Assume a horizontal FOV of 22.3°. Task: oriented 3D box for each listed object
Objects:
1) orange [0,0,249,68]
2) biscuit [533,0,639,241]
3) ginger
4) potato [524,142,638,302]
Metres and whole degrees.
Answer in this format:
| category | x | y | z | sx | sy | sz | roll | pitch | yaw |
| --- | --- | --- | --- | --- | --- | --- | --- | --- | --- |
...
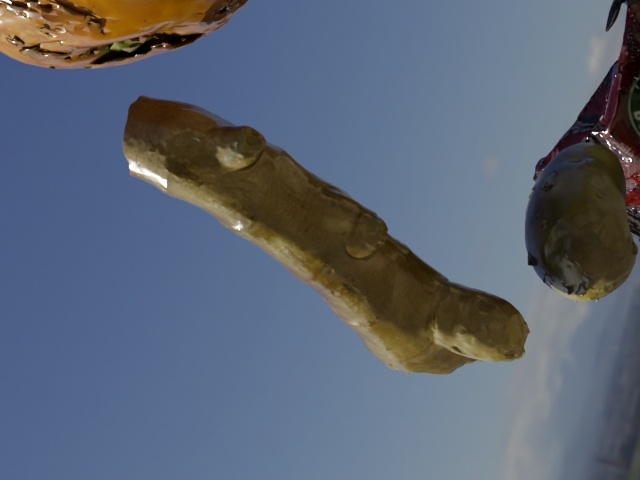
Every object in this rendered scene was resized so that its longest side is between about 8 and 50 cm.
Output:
| category | x | y | z | sx | sy | sz | roll | pitch | yaw |
| --- | --- | --- | --- | --- | --- | --- | --- | --- | --- |
| orange | -0.131 | -0.223 | 0.952 | 0.246 | 0.246 | 0.246 | 14 | -90 | -80 |
| biscuit | 0.262 | -0.089 | 1.249 | 0.063 | 0.151 | 0.235 | -61 | -5 | -50 |
| ginger | -0.001 | 0.003 | 1.007 | 0.118 | 0.298 | 0.065 | -21 | 44 | 48 |
| potato | 0.169 | -0.013 | 1.067 | 0.138 | 0.070 | 0.092 | -76 | -13 | -67 |
